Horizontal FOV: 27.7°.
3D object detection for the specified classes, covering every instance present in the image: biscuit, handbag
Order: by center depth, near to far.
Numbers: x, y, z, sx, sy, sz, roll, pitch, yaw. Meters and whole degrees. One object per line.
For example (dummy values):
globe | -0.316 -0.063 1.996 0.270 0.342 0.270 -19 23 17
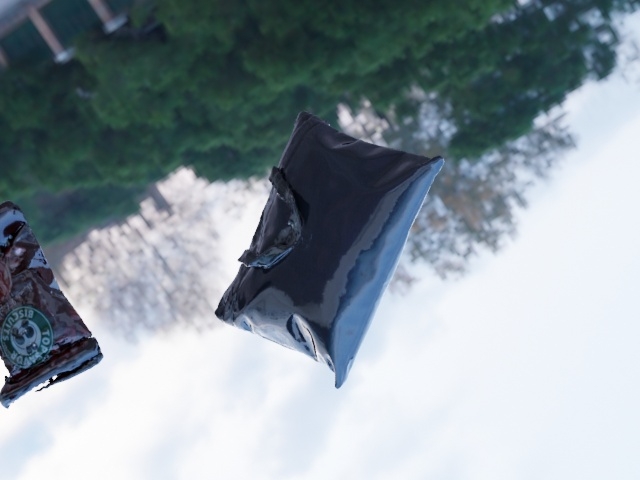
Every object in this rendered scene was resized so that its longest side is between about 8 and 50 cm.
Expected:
handbag | 0.000 0.000 1.358 0.211 0.088 0.254 25 -88 43
biscuit | -0.383 0.085 1.637 0.151 0.235 0.063 -34 167 23
